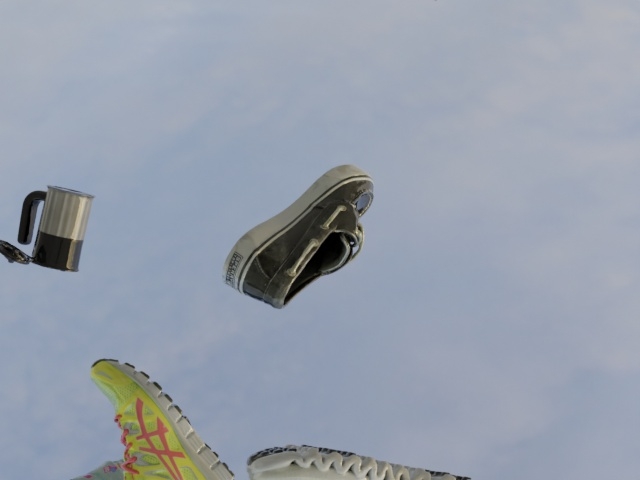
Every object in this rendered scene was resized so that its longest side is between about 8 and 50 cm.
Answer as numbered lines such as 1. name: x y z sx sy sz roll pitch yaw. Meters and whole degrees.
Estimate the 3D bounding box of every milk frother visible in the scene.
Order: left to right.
1. milk frother: -0.459 -0.024 1.793 0.129 0.135 0.143 13 -177 3

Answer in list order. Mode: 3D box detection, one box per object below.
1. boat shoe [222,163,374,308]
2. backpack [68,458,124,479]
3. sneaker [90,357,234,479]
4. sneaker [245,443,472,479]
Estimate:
1. boat shoe: 0.000 0.000 0.988 0.070 0.078 0.219 29 -140 19
2. backpack: -0.237 0.357 1.316 0.115 0.152 0.182 -18 -129 -39
3. sneaker: -0.173 0.211 1.092 0.094 0.081 0.208 -40 -95 -18
4. sneaker: 0.051 0.304 1.233 0.292 0.110 0.118 16 -101 -15
